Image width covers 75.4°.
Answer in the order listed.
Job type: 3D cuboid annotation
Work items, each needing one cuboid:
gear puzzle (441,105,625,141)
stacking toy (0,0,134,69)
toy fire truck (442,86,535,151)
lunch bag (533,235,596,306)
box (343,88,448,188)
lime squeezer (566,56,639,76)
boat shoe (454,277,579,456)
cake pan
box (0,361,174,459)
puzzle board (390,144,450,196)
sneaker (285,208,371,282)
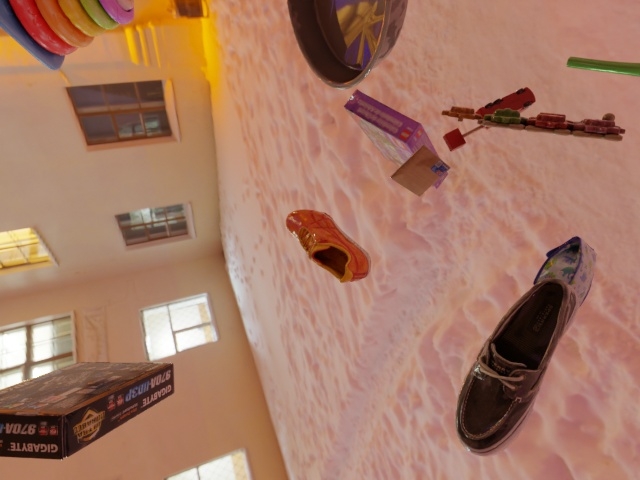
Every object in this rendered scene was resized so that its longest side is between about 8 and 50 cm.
[{"bbox_3d":[0.420,-0.252,0.849,0.338,0.175,0.044,15,114,26],"label":"gear puzzle"},{"bbox_3d":[-0.402,-0.440,0.738,0.166,0.301,0.175,59,-158,-71],"label":"stacking toy"},{"bbox_3d":[0.413,-0.297,1.024,0.047,0.191,0.135,64,174,6],"label":"toy fire truck"},{"bbox_3d":[0.608,0.073,1.011,0.096,0.128,0.151,37,101,49],"label":"lunch bag"},{"bbox_3d":[0.200,-0.247,1.051,0.201,0.057,0.293,40,-173,31],"label":"box"},{"bbox_3d":[0.508,-0.237,0.543,0.059,0.310,0.110,63,-149,-57],"label":"lime squeezer"},{"bbox_3d":[0.315,0.204,0.702,0.121,0.119,0.336,26,88,42],"label":"boat shoe"},{"bbox_3d":[0.032,-0.385,0.625,0.293,0.054,0.293,48,149,41],"label":"cake pan"},{"bbox_3d":[-0.332,0.215,0.557,0.220,0.175,0.051,8,-101,-79],"label":"box"},{"bbox_3d":[0.221,-0.152,0.915,0.096,0.128,0.011,-45,51,23],"label":"puzzle board"},{"bbox_3d":[0.000,0.000,0.617,0.175,0.067,0.064,35,116,38],"label":"sneaker"}]
